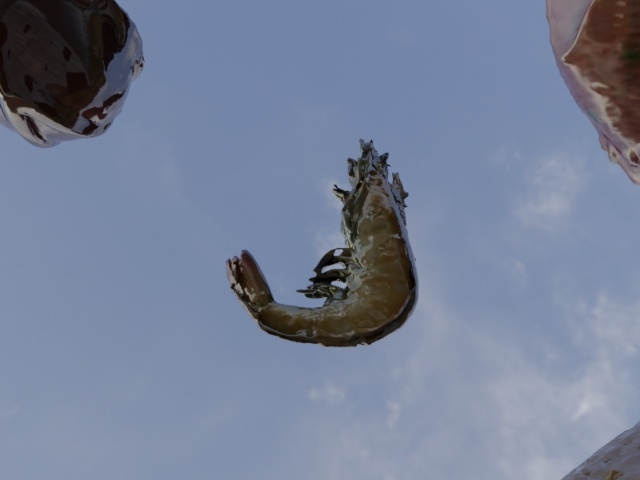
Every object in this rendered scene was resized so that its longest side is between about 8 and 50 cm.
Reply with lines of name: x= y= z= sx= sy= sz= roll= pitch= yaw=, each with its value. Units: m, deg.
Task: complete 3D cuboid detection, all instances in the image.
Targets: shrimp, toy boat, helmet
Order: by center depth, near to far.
helmet: x=-0.134 y=-0.077 z=0.447 sx=0.089 sy=0.111 sz=0.057 roll=-9 pitch=-116 yaw=18
toy boat: x=0.204 y=-0.194 z=0.599 sx=0.099 sy=0.141 sz=0.317 roll=3 pitch=-83 yaw=-20
shrimp: x=0.000 y=0.001 z=0.624 sx=0.124 sy=0.034 sz=0.178 roll=-7 pitch=-130 yaw=3

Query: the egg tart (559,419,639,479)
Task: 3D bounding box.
egg tart: x=0.155 y=0.138 z=0.338 sx=0.147 sy=0.203 sz=0.202 roll=-38 pitch=-86 yaw=-41
